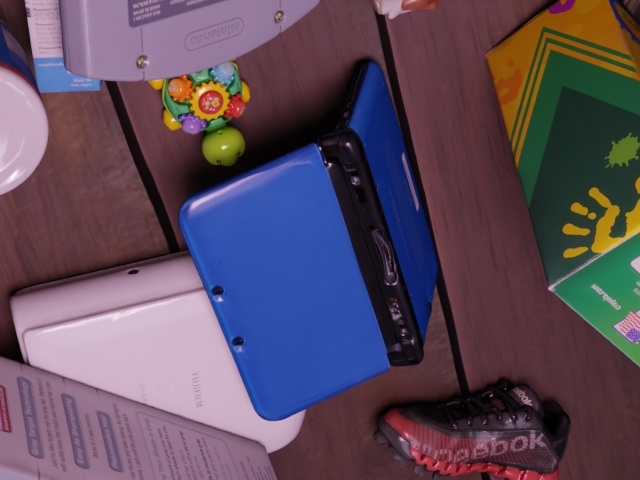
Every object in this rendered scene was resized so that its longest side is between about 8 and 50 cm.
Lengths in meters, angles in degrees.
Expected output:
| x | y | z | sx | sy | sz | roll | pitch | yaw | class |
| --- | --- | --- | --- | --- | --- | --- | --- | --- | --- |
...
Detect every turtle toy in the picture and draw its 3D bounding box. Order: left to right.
| x | y | z | sx | sy | sz | roll | pitch | yaw | class |
| --- | --- | --- | --- | --- | --- | --- | --- | --- | --- |
| -0.112 | -0.136 | 1.397 | 0.095 | 0.066 | 0.130 | -23 | 123 | -7 | turtle toy |

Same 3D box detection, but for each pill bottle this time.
| x | y | z | sx | sy | sz | roll | pitch | yaw | class |
| --- | --- | --- | --- | --- | --- | --- | --- | --- | --- |
| -0.316 | -0.135 | 1.229 | 0.124 | 0.221 | 0.124 | -9 | 120 | -16 | pill bottle |

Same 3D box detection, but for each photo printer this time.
| x | y | z | sx | sy | sz | roll | pitch | yaw | class |
| --- | --- | --- | --- | --- | --- | --- | --- | --- | --- |
| -0.160 | 0.138 | 1.505 | 0.307 | 0.107 | 0.256 | -13 | 121 | -13 | photo printer |

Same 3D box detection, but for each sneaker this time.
| x | y | z | sx | sy | sz | roll | pitch | yaw | class |
| --- | --- | --- | --- | --- | --- | --- | --- | --- | --- |
| 0.194 | 0.226 | 1.691 | 0.276 | 0.097 | 0.135 | 15 | 112 | -29 | sneaker |

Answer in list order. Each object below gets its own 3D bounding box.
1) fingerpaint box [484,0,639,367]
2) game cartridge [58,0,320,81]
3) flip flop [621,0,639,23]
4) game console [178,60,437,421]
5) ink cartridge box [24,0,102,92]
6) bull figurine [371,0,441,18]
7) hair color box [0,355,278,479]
| x | y | z | sx | sy | sz | roll | pitch | yaw | class |
| --- | --- | --- | --- | --- | --- | --- | --- | --- | --- |
| 0.387 | -0.004 | 1.461 | 0.163 | 0.371 | 0.445 | -35 | 127 | 25 | fingerpaint box |
| -0.115 | -0.255 | 1.267 | 0.297 | 0.062 | 0.198 | -26 | 131 | -41 | game cartridge |
| 0.400 | -0.327 | 1.483 | 0.112 | 0.080 | 0.277 | 11 | 128 | -27 | flip flop |
| 0.000 | 0.000 | 1.460 | 0.173 | 0.250 | 0.293 | -6 | 124 | 18 | game console |
| -0.232 | -0.237 | 1.268 | 0.060 | 0.104 | 0.180 | -2 | 120 | 0 | ink cartridge box |
| 0.102 | -0.366 | 1.332 | 0.188 | 0.101 | 0.310 | -22 | 121 | -3 | bull figurine |
| -0.212 | 0.246 | 1.370 | 0.374 | 0.185 | 0.113 | 24 | 110 | -29 | hair color box |
